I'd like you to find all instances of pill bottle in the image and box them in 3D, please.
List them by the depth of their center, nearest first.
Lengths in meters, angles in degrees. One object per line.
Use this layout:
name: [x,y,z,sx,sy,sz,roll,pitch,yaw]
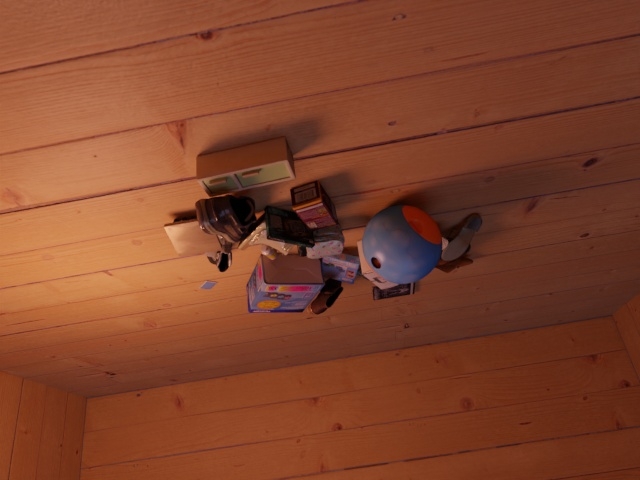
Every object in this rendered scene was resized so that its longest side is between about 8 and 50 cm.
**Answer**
pill bottle: [-0.209,0.044,1.993,0.043,0.043,0.083,-18,151,18]

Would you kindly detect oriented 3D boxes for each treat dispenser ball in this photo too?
treat dispenser ball: [0.295,0.014,1.806,0.288,0.288,0.288,-6,153,-3]

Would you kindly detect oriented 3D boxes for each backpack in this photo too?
backpack: [0.000,0.000,1.891,0.182,0.115,0.152,-9,150,-5]

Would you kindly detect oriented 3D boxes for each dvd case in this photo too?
dvd case: [0.382,0.260,2.594,0.221,0.018,0.164,-9,151,4]

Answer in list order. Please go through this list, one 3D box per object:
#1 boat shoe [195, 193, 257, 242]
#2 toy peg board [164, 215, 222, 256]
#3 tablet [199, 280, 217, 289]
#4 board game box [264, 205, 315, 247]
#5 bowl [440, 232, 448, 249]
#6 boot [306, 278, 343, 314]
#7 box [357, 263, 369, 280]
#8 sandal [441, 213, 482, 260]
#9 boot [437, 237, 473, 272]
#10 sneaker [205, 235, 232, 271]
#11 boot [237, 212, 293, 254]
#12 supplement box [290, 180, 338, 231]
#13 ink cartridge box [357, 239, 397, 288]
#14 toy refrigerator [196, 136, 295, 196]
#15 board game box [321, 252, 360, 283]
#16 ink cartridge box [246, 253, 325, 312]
boat shoe: [-0.264,-0.070,1.587,0.130,0.132,0.355,-16,176,13]
toy peg board: [-0.448,-0.034,1.768,0.161,0.079,0.160,-10,137,2]
tablet: [-0.510,0.203,2.256,0.054,0.006,0.083,11,148,-33]
board game box: [-0.108,-0.047,1.758,0.186,0.126,0.026,13,146,-33]
bowl: [0.428,-0.008,2.028,0.170,0.080,0.170,-7,153,-4]
boot: [0.057,0.236,2.231,0.090,0.248,0.207,48,148,-7]
box: [0.220,0.141,2.283,0.059,0.054,0.169,-25,148,30]
sandal: [0.578,-0.023,2.053,0.088,0.079,0.240,20,122,-16]
boot: [0.610,0.083,2.235,0.280,0.096,0.264,18,142,-42]
sneaker: [-0.388,0.072,1.902,0.086,0.132,0.228,4,150,-21]
boot: [-0.195,0.004,1.834,0.165,0.077,0.213,33,132,-21]
supplement box: [-0.019,-0.114,1.703,0.104,0.080,0.188,-16,151,14]
ink cartridge box: [0.244,0.096,2.090,0.092,0.158,0.218,-18,151,20]
toy refrigerator: [-0.217,-0.209,1.454,0.269,0.094,0.102,-11,153,6]
board game box: [0.082,0.116,2.161,0.160,0.039,0.211,14,151,3]
ink cartridge box: [-0.172,0.211,2.215,0.270,0.151,0.395,3,152,-19]
